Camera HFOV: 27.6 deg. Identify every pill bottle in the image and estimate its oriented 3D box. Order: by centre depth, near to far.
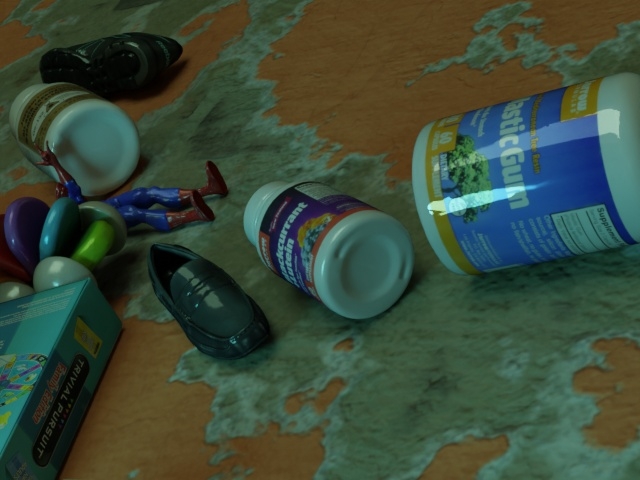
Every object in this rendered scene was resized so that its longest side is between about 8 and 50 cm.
[{"bbox_3d":[0.233,-0.064,1.166,0.272,0.152,0.152,-13,34,28],"label":"pill bottle"},{"bbox_3d":[0.000,0.000,1.313,0.108,0.108,0.193,-39,31,-15],"label":"pill bottle"},{"bbox_3d":[-0.350,-0.150,1.811,0.131,0.131,0.229,-39,31,-14],"label":"pill bottle"}]

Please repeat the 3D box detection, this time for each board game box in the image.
[{"bbox_3d":[-0.376,0.201,1.366,0.254,0.079,0.336,-15,34,24],"label":"board game box"}]

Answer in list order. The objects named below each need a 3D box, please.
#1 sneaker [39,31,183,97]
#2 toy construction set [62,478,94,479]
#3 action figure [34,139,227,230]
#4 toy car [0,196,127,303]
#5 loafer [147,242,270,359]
[{"bbox_3d":[-0.327,-0.268,2.028,0.267,0.101,0.106,0,22,38],"label":"sneaker"},{"bbox_3d":[-0.259,0.251,1.003,0.257,0.309,0.237,-16,28,8],"label":"toy construction set"},{"bbox_3d":[-0.270,-0.063,1.619,0.280,0.139,0.091,-14,33,29],"label":"action figure"},{"bbox_3d":[-0.327,0.011,1.530,0.182,0.136,0.159,-26,27,33],"label":"toy car"},{"bbox_3d":[-0.126,0.060,1.360,0.076,0.078,0.223,-39,31,-13],"label":"loafer"}]
